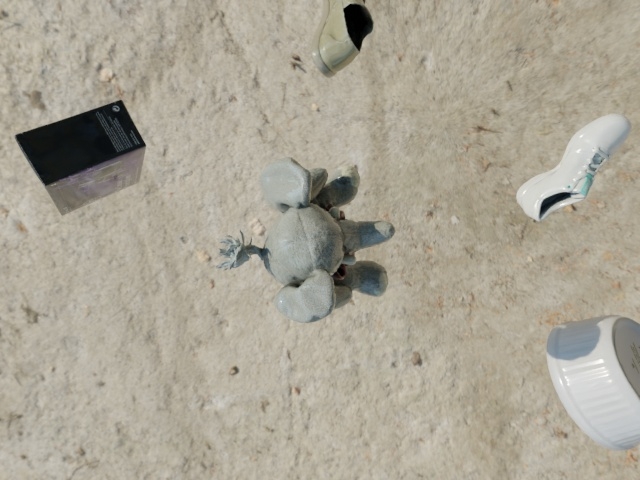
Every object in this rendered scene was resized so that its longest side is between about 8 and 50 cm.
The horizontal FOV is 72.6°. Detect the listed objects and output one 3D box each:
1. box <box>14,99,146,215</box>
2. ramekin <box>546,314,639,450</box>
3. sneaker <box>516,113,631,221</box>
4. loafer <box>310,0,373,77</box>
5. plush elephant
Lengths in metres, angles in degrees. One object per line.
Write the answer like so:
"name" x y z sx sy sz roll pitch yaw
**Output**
"box" -0.460 -0.153 0.862 0.103 0.184 0.261 63 154 -4
"ramekin" 0.613 0.278 0.896 0.273 0.273 0.127 44 138 1
"sneaker" 0.441 -0.113 0.739 0.080 0.094 0.212 32 119 -15
"loafer" 0.058 -0.434 0.843 0.092 0.102 0.269 -2 67 34
"plush elephant" 0.000 0.000 0.738 0.329 0.255 0.272 -10 92 -22
